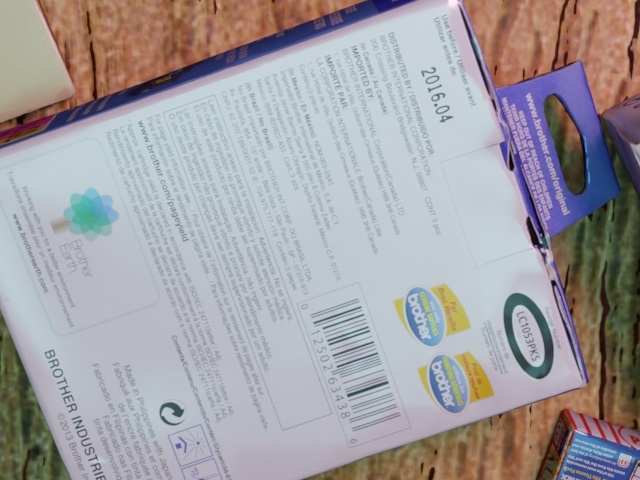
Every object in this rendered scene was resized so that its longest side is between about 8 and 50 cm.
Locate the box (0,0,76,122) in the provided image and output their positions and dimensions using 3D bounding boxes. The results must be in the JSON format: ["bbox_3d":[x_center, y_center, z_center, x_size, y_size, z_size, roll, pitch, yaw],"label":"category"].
[{"bbox_3d":[-0.274,-0.162,1.081,0.164,0.021,0.201,-20,102,4],"label":"box"}]

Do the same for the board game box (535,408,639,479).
[{"bbox_3d":[0.211,0.234,1.166,0.147,0.045,0.193,18,102,-5],"label":"board game box"}]

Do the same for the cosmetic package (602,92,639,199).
[{"bbox_3d":[0.404,-0.064,1.043,0.385,0.156,0.217,-27,99,6],"label":"cosmetic package"}]

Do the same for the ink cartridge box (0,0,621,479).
[{"bbox_3d":[0.000,0.000,1.055,0.395,0.151,0.270,-19,103,5],"label":"ink cartridge box"}]
